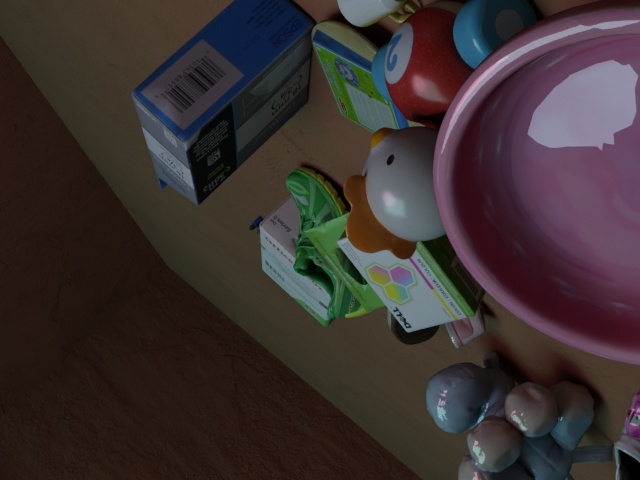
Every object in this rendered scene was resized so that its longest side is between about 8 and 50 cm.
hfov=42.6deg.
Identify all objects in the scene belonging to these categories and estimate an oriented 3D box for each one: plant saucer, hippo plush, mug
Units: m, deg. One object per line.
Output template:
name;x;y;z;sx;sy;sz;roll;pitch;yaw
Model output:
plant saucer;0.257;-0.042;0.648;0.332;0.084;0.332;18;136;18
hippo plush;0.311;0.272;1.343;0.294;0.234;0.236;8;-152;-31
mug;0.066;-0.259;0.853;0.064;0.078;0.062;3;103;55

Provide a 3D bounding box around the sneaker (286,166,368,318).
sneaker;0.000;0.000;1.425;0.109;0.124;0.295;89;158;-68

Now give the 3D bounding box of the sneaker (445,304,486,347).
sneaker;0.229;0.108;1.343;0.051;0.070;0.134;51;-165;-48

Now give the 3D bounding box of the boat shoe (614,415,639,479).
boat shoe;0.472;0.340;1.208;0.095;0.084;0.258;28;156;47

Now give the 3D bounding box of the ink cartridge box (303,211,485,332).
ink cartridge box;0.096;0.044;1.229;0.255;0.097;0.188;-22;114;42

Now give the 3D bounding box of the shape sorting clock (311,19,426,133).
shape sorting clock;0.063;-0.191;1.026;0.206;0.040;0.206;41;167;12

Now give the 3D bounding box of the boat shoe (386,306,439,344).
boat shoe;0.151;0.085;1.429;0.257;0.095;0.095;72;-176;-52

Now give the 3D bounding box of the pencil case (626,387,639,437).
pencil case;0.468;0.246;0.984;0.098;0.095;0.209;11;-167;-47

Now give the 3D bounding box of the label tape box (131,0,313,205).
label tape box;-0.131;-0.181;1.185;0.106;0.240;0.333;42;164;9

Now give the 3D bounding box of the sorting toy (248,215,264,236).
sorting toy;-0.139;-0.022;1.944;0.061;0.042;0.102;47;164;-4

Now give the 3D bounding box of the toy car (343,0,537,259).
toy car;0.102;-0.093;0.811;0.210;0.238;0.219;50;163;-14

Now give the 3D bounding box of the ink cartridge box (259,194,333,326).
ink cartridge box;-0.017;0.043;1.663;0.198;0.115;0.273;42;164;11
